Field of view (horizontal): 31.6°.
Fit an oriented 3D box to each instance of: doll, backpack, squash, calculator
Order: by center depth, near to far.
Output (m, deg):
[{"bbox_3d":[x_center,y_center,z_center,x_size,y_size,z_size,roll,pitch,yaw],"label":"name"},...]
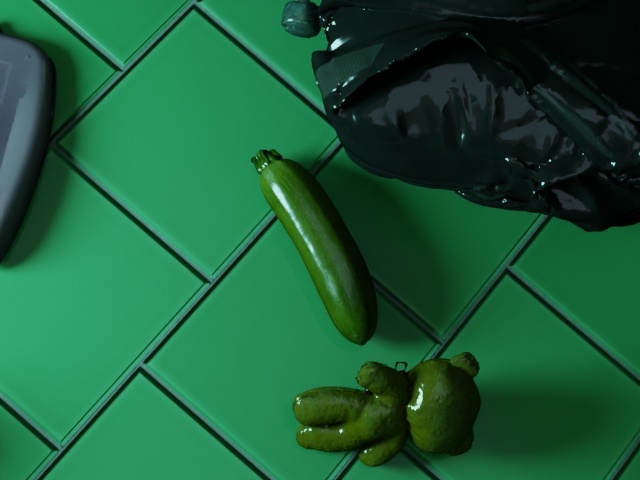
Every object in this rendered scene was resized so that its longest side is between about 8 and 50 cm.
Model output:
[{"bbox_3d":[0.073,0.183,1.261,0.209,0.097,0.137,-2,114,-2],"label":"doll"},{"bbox_3d":[-0.409,-0.122,1.284,0.194,0.043,0.294,10,73,-5],"label":"calculator"},{"bbox_3d":[0.208,-0.192,1.299,0.445,0.255,0.363,3,69,-5],"label":"backpack"},{"bbox_3d":[0.000,0.000,1.304,0.069,0.069,0.258,-26,81,-15],"label":"squash"}]

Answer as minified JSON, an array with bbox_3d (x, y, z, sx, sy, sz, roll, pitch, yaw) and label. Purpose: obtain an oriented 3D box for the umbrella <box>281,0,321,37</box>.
[{"bbox_3d":[-0.006,-0.411,1.398,0.143,0.094,0.349,10,76,-13],"label":"umbrella"}]
